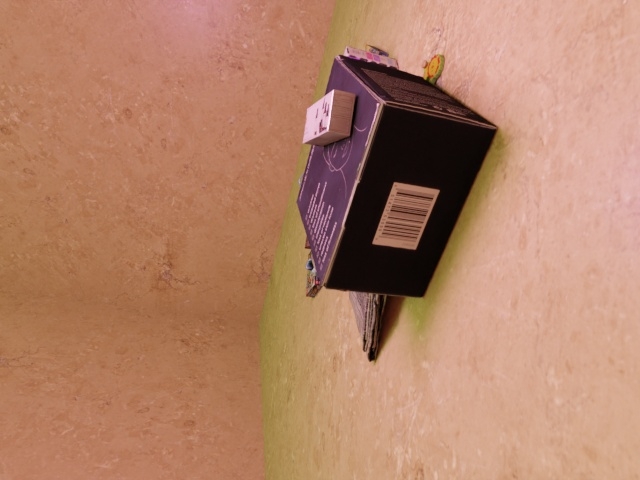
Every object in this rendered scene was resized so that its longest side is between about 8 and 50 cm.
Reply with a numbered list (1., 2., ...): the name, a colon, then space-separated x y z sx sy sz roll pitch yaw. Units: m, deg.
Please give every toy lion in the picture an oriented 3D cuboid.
1. toy lion: 0.325 -0.489 1.442 0.096 0.034 0.100 -143 63 -67

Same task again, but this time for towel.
1. towel: 0.132 0.165 1.558 0.324 0.056 0.312 -105 15 -54

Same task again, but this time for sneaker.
1. sneaker: -0.008 0.099 2.211 0.283 0.122 0.110 -150 70 -76

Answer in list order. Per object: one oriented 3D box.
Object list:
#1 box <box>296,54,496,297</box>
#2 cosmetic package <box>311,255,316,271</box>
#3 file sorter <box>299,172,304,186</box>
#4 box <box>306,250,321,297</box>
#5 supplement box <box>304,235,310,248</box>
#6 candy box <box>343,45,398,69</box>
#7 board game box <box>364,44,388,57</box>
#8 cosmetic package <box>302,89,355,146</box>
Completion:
1. box: 0.151 -0.182 1.326 0.472 0.297 0.480 -111 33 -56
2. cosmetic package: 0.063 -0.024 1.986 0.153 0.129 0.296 -108 30 -68
3. file sorter: 0.016 -0.227 1.939 0.118 0.170 0.104 -66 -42 -61
4. box: -0.026 0.143 2.427 0.159 0.044 0.233 122 155 -58
5. supplement box: 0.000 0.000 2.290 0.188 0.104 0.081 159 120 -75
6. candy box: 0.164 -0.604 1.827 0.165 0.196 0.070 112 161 -44
7. board game box: 0.210 -0.711 2.053 0.243 0.042 0.165 -105 27 -61
8. cosmetic package: 0.015 -0.298 1.230 0.239 0.060 0.099 -167 86 -74
